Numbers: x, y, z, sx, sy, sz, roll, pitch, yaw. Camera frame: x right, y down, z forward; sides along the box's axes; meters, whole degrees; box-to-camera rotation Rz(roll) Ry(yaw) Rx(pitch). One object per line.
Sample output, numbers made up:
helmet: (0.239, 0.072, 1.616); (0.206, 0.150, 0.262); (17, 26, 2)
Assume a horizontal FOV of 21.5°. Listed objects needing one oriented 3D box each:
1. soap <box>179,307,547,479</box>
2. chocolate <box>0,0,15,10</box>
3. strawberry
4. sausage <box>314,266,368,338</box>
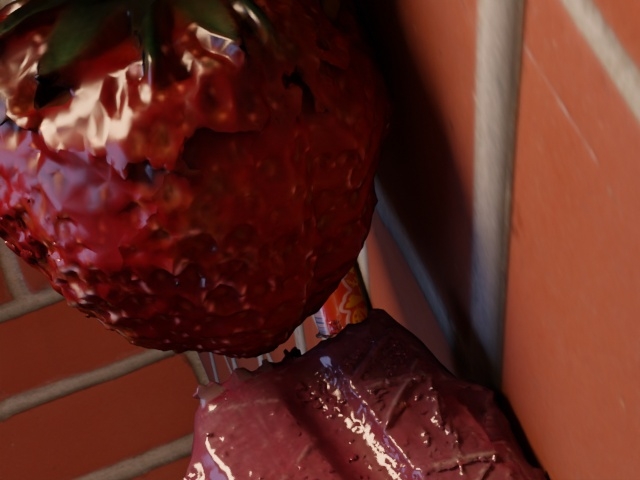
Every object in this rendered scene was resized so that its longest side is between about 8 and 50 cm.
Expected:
soap: (0.042, 0.208, 0.922); (0.325, 0.220, 0.127); (54, 167, 35)
chocolate: (-0.135, -0.156, 1.205); (0.210, 0.225, 0.340); (28, 140, 57)
strawberry: (-0.070, -0.045, 0.961); (0.238, 0.250, 0.288); (30, 143, 34)
sausage: (0.000, 0.000, 1.258); (0.048, 0.050, 0.145); (-4, 106, 52)
